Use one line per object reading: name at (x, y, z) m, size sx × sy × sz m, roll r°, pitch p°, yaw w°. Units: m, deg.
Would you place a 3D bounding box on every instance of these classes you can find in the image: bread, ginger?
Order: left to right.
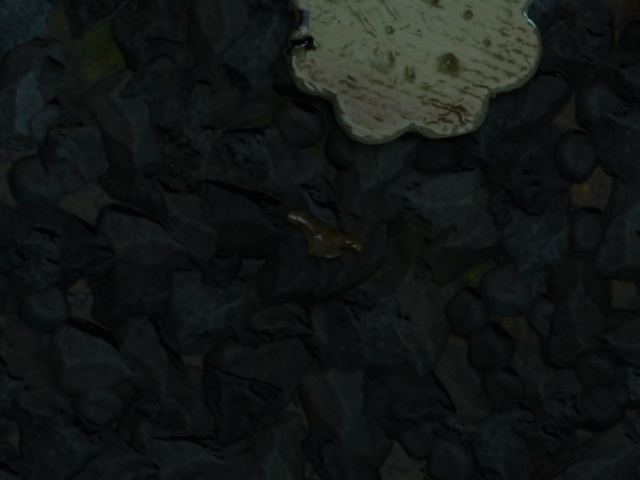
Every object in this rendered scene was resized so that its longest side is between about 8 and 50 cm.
ginger at (0.000, 0.001, 1.757) m, size 0.097 × 0.030 × 0.048 m, roll 26°, pitch 59°, yaw -4°
bread at (0.103, -0.258, 1.759) m, size 0.316 × 0.054 × 0.316 m, roll 0°, pitch 87°, yaw -2°
